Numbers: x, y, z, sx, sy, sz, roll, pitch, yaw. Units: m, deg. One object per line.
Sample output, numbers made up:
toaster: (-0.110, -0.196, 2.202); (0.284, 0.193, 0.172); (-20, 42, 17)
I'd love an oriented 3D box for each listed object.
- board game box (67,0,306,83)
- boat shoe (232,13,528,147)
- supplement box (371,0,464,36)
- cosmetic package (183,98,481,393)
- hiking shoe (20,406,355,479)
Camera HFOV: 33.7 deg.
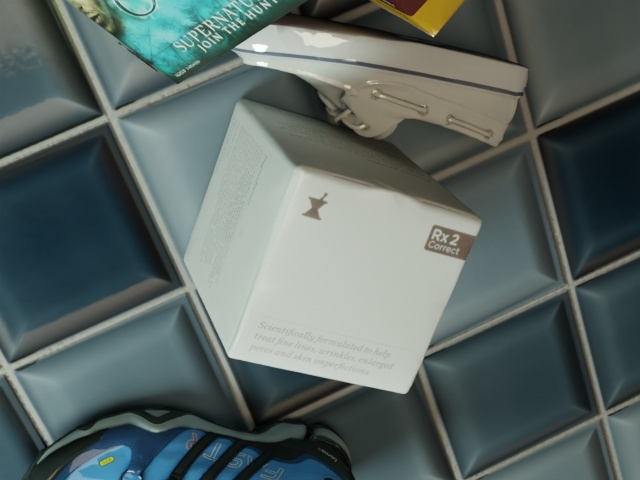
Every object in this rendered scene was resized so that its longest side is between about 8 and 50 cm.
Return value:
board game box: (-0.086, -0.175, 0.669); (0.126, 0.186, 0.026); (35, 56, -26)
boat shoe: (0.046, -0.121, 0.835); (0.258, 0.095, 0.084); (8, 106, -20)
supplement box: (0.019, -0.264, 0.709); (0.194, 0.191, 0.129); (37, 98, -28)
cosmetic package: (0.000, 0.000, 0.822); (0.151, 0.183, 0.151); (14, 107, -22)
hiking shoe: (-0.102, 0.218, 0.912); (0.304, 0.132, 0.113); (-1, 113, -18)
